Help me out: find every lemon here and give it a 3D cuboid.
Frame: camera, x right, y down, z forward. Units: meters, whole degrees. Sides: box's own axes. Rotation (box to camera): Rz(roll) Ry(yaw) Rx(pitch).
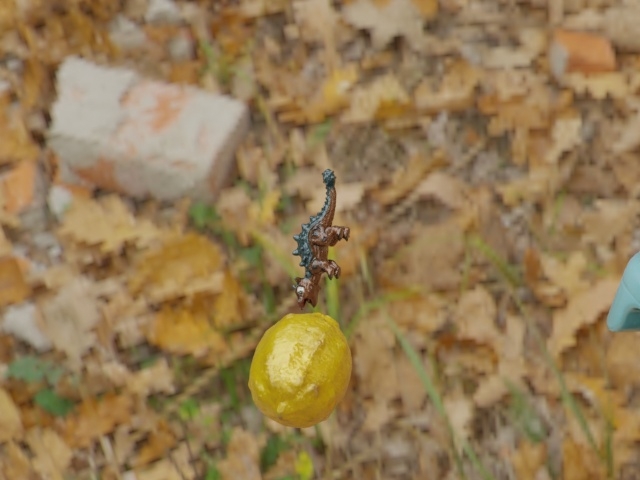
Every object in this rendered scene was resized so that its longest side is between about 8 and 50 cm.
[{"bbox_3d":[-0.021,0.143,2.092,0.114,0.114,0.155,8,45,15],"label":"lemon"}]

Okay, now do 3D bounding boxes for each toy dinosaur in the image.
[{"bbox_3d":[0.000,0.000,1.977,0.055,0.049,0.154,11,92,18],"label":"toy dinosaur"}]

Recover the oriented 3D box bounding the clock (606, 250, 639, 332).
[{"bbox_3d":[0.396,0.104,1.593,0.223,0.094,0.274,0,34,-28],"label":"clock"}]
